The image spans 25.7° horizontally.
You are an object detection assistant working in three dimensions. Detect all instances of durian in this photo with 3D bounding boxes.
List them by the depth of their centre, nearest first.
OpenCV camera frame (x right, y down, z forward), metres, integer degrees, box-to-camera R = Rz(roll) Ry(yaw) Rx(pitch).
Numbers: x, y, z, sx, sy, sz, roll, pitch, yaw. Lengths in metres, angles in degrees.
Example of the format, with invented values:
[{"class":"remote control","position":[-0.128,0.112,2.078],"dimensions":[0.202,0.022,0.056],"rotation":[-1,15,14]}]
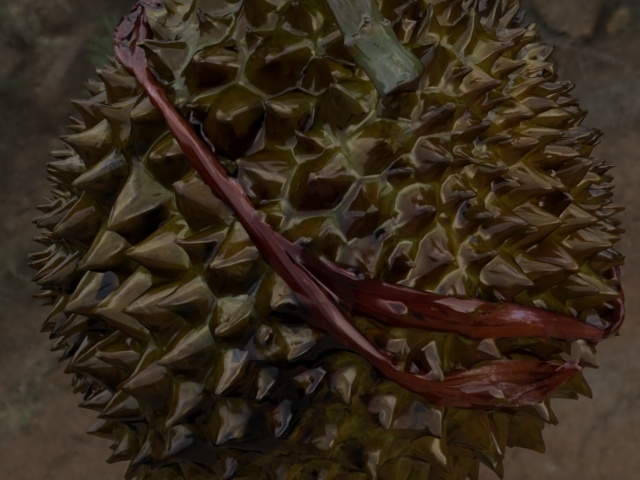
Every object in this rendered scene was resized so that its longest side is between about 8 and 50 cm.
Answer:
[{"class":"durian","position":[-0.003,-0.004,0.793],"dimensions":[0.348,0.384,0.347],"rotation":[6,56,-9]}]

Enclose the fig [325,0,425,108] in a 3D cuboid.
[{"class":"fig","position":[-0.001,-0.178,0.610],"dimensions":[0.231,0.160,0.143],"rotation":[41,69,18]}]
